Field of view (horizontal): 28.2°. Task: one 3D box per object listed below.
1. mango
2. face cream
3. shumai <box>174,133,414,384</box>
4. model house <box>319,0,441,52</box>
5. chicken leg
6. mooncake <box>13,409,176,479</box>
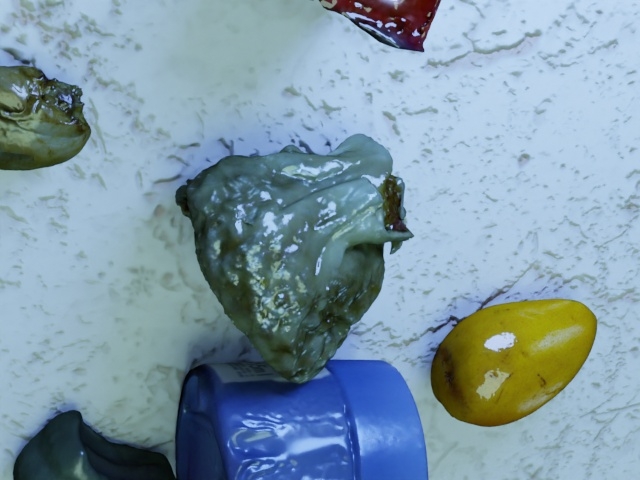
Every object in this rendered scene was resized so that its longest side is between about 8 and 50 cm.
[{"bbox_3d":[0.232,0.138,1.493,0.219,0.112,0.145,-22,122,-14],"label":"mango"},{"bbox_3d":[-0.033,0.253,1.372,0.225,0.249,0.249,0,118,-19],"label":"face cream"},{"bbox_3d":[-0.002,0.001,1.277,0.218,0.189,0.256,-35,130,2],"label":"shumai"},{"bbox_3d":[0.051,-0.324,1.106,0.160,0.196,0.254,15,111,-26],"label":"model house"},{"bbox_3d":[-0.320,-0.117,1.152,0.227,0.088,0.103,4,127,-17],"label":"chicken leg"},{"bbox_3d":[-0.244,0.268,1.387,0.175,0.104,0.168,-3,113,-24],"label":"mooncake"}]
